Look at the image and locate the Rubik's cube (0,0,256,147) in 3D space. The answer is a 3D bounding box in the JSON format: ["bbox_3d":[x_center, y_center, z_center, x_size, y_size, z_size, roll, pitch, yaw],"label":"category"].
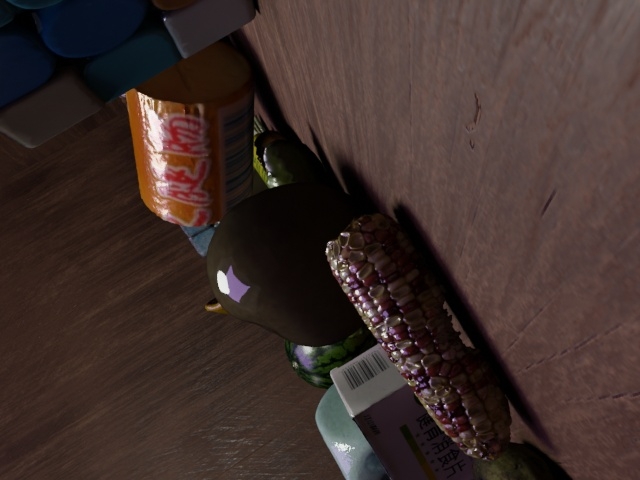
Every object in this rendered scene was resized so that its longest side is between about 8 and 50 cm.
[{"bbox_3d":[-0.306,-0.360,0.638,0.347,0.344,0.346,57,177,6],"label":"Rubik's cube"}]

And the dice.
[{"bbox_3d":[0.161,0.468,1.492,0.268,0.264,0.262,61,175,-22],"label":"dice"}]

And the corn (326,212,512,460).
[{"bbox_3d":[0.111,0.100,0.669,0.290,0.098,0.098,55,176,5],"label":"corn"}]

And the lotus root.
[{"bbox_3d":[0.219,0.276,0.699,0.089,0.080,0.179,57,176,7],"label":"lotus root"}]

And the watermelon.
[{"bbox_3d":[0.030,0.299,1.860,0.285,0.285,0.285,58,176,7],"label":"watermelon"}]

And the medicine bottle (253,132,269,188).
[{"bbox_3d":[-0.064,-0.106,1.371,0.309,0.076,0.111,56,177,23],"label":"medicine bottle"}]

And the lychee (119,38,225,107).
[{"bbox_3d":[-0.308,-0.367,1.322,0.268,0.267,0.267,58,176,7],"label":"lychee"}]

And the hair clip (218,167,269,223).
[{"bbox_3d":[-0.168,-0.143,1.634,0.113,0.173,0.282,40,-156,28],"label":"hair clip"}]

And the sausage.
[{"bbox_3d":[-0.235,-0.199,1.161,0.233,0.233,0.287,56,153,35],"label":"sausage"}]

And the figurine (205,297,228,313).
[{"bbox_3d":[-0.079,0.065,1.494,0.387,0.400,0.268,83,-166,-84],"label":"figurine"}]

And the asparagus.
[{"bbox_3d":[0.008,-0.008,1.026,0.382,0.108,0.128,62,-155,-23],"label":"asparagus"}]

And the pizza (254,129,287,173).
[{"bbox_3d":[-0.045,-0.105,1.191,0.288,0.074,0.251,57,176,12],"label":"pizza"}]

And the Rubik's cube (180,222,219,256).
[{"bbox_3d":[-0.333,-0.214,1.955,0.337,0.344,0.344,60,175,-31],"label":"Rubik's cube"}]

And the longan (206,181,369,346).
[{"bbox_3d":[-0.024,0.037,0.860,0.246,0.245,0.215,60,-156,-13],"label":"longan"}]

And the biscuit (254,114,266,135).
[{"bbox_3d":[-0.115,-0.205,1.532,0.199,0.040,0.121,58,175,6],"label":"biscuit"}]

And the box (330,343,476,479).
[{"bbox_3d":[0.174,0.361,1.216,0.333,0.173,0.145,61,177,-28],"label":"box"}]
